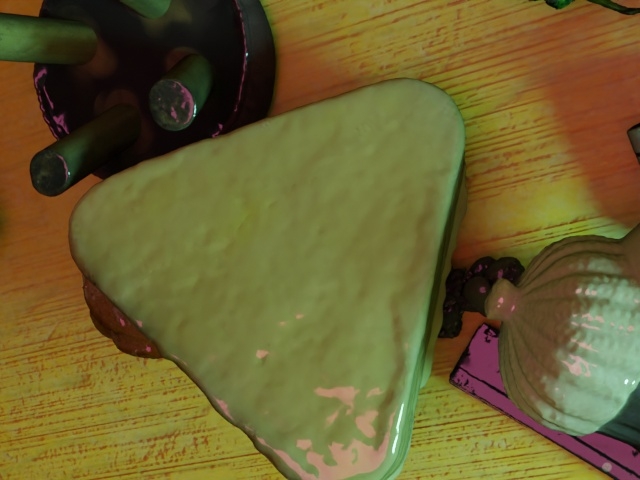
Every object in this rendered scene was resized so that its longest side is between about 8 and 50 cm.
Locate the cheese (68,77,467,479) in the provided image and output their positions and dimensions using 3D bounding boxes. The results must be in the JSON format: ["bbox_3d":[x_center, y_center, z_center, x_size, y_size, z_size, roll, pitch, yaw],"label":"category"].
[{"bbox_3d":[0.001,0.001,0.951,0.384,0.104,0.383,-2,76,9],"label":"cheese"}]

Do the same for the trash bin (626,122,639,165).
[{"bbox_3d":[0.349,-0.060,0.905,0.116,0.059,0.129,-22,93,21],"label":"trash bin"}]

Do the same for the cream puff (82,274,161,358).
[{"bbox_3d":[-0.170,0.052,1.088,0.150,0.115,0.165,-30,77,13],"label":"cream puff"}]

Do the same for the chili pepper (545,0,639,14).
[{"bbox_3d":[0.176,-0.286,0.918,0.278,0.065,0.122,55,135,6],"label":"chili pepper"}]

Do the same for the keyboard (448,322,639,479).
[{"bbox_3d":[0.242,0.167,1.008,0.231,0.023,0.072,31,102,12],"label":"keyboard"}]

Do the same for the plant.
[{"bbox_3d":[0.132,0.057,1.002,0.174,0.087,0.085,-19,123,27],"label":"plant"}]

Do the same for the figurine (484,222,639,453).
[{"bbox_3d":[0.290,0.136,0.875,0.204,0.185,0.332,-37,94,-5],"label":"figurine"}]

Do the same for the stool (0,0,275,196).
[{"bbox_3d":[-0.199,-0.176,1.021,0.272,0.178,0.271,4,102,20],"label":"stool"}]
